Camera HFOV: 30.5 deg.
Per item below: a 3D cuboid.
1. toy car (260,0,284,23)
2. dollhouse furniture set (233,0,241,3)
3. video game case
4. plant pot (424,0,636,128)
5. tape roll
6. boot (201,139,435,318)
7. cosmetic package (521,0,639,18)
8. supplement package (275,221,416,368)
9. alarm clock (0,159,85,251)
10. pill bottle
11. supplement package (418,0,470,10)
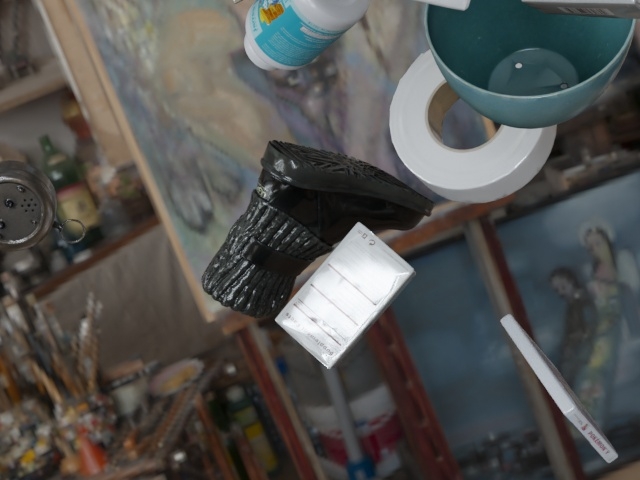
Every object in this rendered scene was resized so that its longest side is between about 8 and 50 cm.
[{"bbox_3d":[-0.091,-0.345,1.600,0.040,0.122,0.060,-33,-3,-19],"label":"toy car"},{"bbox_3d":[-0.119,-0.484,2.079,0.144,0.123,0.151,-28,-2,-7],"label":"dollhouse furniture set"},{"bbox_3d":[0.358,0.221,1.759,0.023,0.183,0.201,-37,44,8],"label":"video game case"},{"bbox_3d":[0.306,-0.275,1.707,0.290,0.195,0.290,-5,62,9],"label":"plant pot"},{"bbox_3d":[0.268,-0.213,2.073,0.286,0.286,0.100,-14,-18,19],"label":"tape roll"},{"bbox_3d":[-0.003,-0.002,1.819,0.348,0.260,0.131,12,20,-37],"label":"boot"},{"bbox_3d":[0.291,-0.360,1.231,0.127,0.238,0.107,9,5,27],"label":"cosmetic package"},{"bbox_3d":[0.037,0.078,1.631,0.179,0.105,0.105,-49,-7,1],"label":"supplement package"},{"bbox_3d":[-0.439,-0.042,1.740,0.129,0.192,0.064,-63,20,14],"label":"alarm clock"},{"bbox_3d":[-0.036,-0.387,2.027,0.146,0.146,0.264,-32,0,-34],"label":"pill bottle"},{"bbox_3d":[0.029,-0.355,1.165,0.293,0.175,0.177,14,21,4],"label":"supplement package"}]
